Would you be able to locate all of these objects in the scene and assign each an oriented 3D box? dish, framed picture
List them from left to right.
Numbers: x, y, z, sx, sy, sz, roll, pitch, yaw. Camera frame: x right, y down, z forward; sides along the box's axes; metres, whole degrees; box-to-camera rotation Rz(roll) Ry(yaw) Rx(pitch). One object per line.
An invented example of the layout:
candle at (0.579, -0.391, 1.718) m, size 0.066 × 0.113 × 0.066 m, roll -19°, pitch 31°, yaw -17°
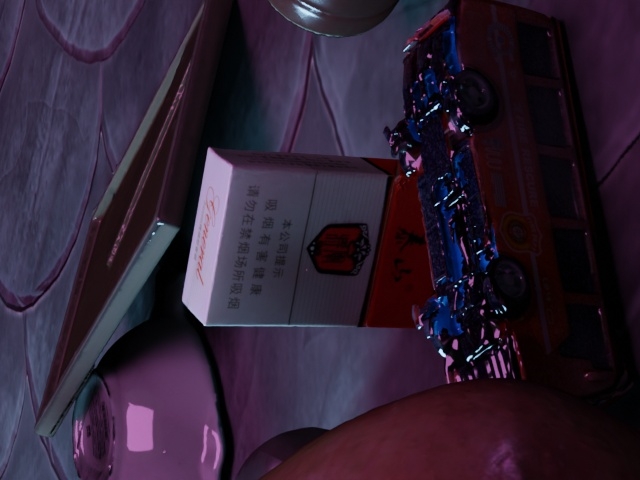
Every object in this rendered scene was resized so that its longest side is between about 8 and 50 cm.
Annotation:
framed picture at (-0.157, -0.016, 1.302) m, size 0.335 × 0.022 × 0.247 m, roll 127°, pitch 158°, yaw -48°
dish at (-0.153, 0.144, 1.315) m, size 0.224 × 0.078 × 0.246 m, roll 0°, pitch 88°, yaw 63°

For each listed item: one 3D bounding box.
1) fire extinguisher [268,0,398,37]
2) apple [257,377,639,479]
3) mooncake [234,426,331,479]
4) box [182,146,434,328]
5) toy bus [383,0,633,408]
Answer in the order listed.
fire extinguisher at (0.071, -0.245, 0.880) m, size 0.344 × 0.138 × 0.102 m, roll 126°, pitch 142°, yaw -57°
apple at (0.059, 0.205, 0.705) m, size 0.306 × 0.305 × 0.235 m, roll -51°, pitch 21°, yaw 49°
mooncake at (0.009, 0.237, 0.956) m, size 0.245 × 0.133 × 0.245 m, roll -28°, pitch 57°, yaw 55°
box at (0.000, 0.000, 0.954) m, size 0.048 × 0.152 × 0.100 m, roll -136°, pitch 54°, yaw -58°
toy bus at (0.097, -0.013, 0.831) m, size 0.073 × 0.096 × 0.235 m, roll -39°, pitch 54°, yaw 54°
